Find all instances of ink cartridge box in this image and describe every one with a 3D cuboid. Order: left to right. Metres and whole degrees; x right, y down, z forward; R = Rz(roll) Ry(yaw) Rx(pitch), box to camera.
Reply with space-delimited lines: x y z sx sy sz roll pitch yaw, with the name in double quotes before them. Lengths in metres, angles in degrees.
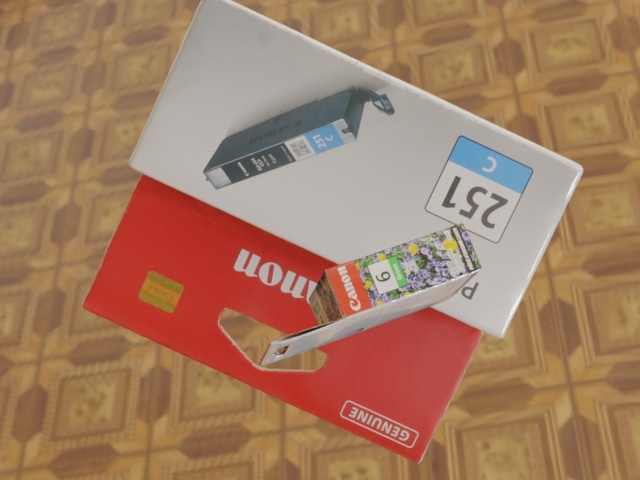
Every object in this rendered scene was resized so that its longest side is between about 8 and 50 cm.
"ink cartridge box" 0.000 0.000 0.860 0.296 0.066 0.261 25 97 -1
"ink cartridge box" 0.020 0.029 0.605 0.115 0.063 0.029 -18 77 -13
